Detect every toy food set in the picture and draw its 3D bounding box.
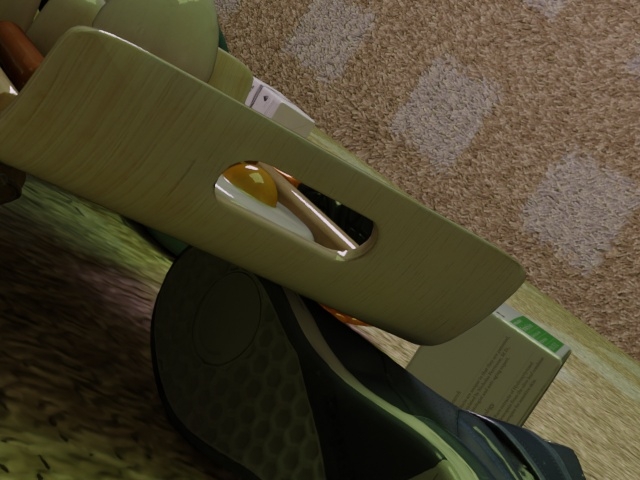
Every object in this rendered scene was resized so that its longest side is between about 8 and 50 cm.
[{"bbox_3d":[-0.065,-0.076,0.508,0.219,0.092,0.306,26,11,-35],"label":"toy food set"}]

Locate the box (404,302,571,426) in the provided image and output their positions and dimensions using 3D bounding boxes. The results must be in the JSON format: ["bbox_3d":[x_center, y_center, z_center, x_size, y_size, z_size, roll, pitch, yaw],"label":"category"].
[{"bbox_3d":[0.114,0.097,0.768,0.087,0.102,0.101,34,9,15],"label":"box"}]

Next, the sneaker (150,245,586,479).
[{"bbox_3d":[0.026,0.089,0.507,0.163,0.086,0.226,24,13,-47],"label":"sneaker"}]

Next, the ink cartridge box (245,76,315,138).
[{"bbox_3d":[-0.086,-0.156,1.461,0.060,0.104,0.180,28,9,-30],"label":"ink cartridge box"}]

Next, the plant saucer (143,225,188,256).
[{"bbox_3d":[-0.091,0.000,0.805,0.119,0.021,0.119,34,8,-6],"label":"plant saucer"}]

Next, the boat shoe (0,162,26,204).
[{"bbox_3d":[-0.179,-0.025,0.492,0.190,0.068,0.072,38,32,-82],"label":"boat shoe"}]

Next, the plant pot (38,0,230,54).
[{"bbox_3d":[-0.158,-0.146,0.770,0.166,0.165,0.234,59,0,30],"label":"plant pot"}]

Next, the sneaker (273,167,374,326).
[{"bbox_3d":[-0.032,-0.023,0.932,0.262,0.099,0.121,35,3,-2],"label":"sneaker"}]
